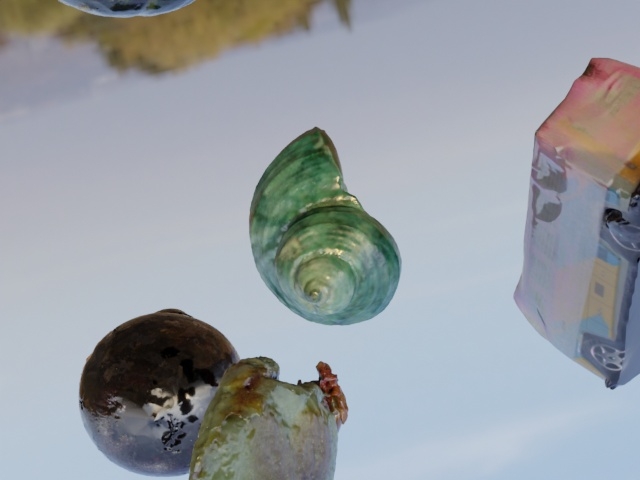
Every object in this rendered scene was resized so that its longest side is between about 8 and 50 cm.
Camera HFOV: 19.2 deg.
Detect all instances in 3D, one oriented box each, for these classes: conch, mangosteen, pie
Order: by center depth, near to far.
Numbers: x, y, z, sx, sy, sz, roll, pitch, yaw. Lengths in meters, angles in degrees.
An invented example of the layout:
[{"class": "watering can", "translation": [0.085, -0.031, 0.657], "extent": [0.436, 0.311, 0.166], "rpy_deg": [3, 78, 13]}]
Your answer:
[{"class": "pie", "translation": [-0.062, 0.239, 1.723], "extent": [0.105, 0.274, 0.257], "rpy_deg": [5, 175, 25]}, {"class": "conch", "translation": [-0.001, 0.002, 1.965], "extent": [0.134, 0.196, 0.202], "rpy_deg": [-26, -150, -9]}, {"class": "mangosteen", "translation": [-0.185, 0.180, 2.345], "extent": [0.211, 0.211, 0.250], "rpy_deg": [-12, -170, 16]}]

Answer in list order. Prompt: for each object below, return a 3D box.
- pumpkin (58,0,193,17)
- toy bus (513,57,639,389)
[{"class": "pumpkin", "translation": [-0.197, -0.374, 1.923], "extent": [0.300, 0.300, 0.207], "rpy_deg": [-17, -164, -24]}, {"class": "toy bus", "translation": [0.309, -0.017, 1.989], "extent": [0.162, 0.386, 0.171], "rpy_deg": [36, -118, 25]}]
